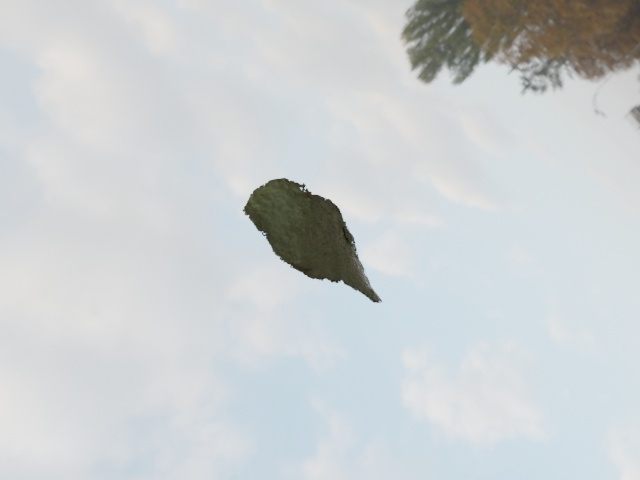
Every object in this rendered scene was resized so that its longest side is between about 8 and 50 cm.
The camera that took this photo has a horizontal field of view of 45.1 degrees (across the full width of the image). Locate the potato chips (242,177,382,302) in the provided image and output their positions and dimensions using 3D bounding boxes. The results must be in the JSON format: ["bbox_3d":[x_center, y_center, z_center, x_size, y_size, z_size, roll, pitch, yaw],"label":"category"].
[{"bbox_3d":[-0.005,0.003,1.125,0.228,0.059,0.167,27,-136,-21],"label":"potato chips"}]
